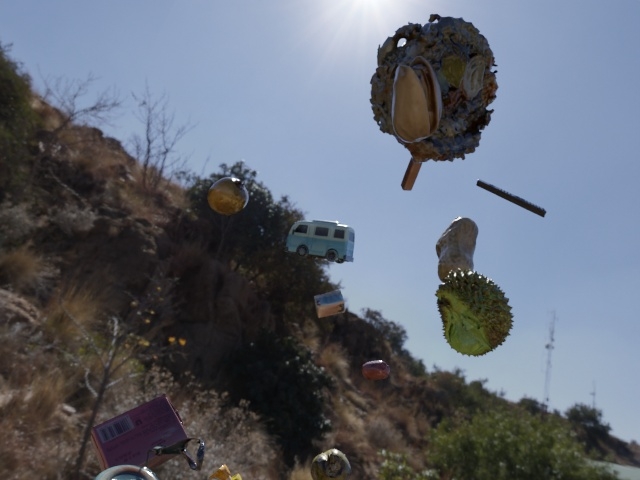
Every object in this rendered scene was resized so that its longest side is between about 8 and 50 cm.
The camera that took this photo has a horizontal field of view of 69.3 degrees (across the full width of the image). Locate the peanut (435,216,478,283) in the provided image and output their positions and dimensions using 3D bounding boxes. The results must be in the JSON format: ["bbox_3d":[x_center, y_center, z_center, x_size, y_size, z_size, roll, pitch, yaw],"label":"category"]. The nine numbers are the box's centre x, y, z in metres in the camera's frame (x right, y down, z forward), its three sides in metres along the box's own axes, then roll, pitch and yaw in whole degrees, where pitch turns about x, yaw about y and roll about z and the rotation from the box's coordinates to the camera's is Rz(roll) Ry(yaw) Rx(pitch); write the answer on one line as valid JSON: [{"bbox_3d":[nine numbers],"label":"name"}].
[{"bbox_3d":[0.510,0.047,1.753,0.143,0.291,0.159,27,-33,-10],"label":"peanut"}]

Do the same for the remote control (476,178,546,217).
[{"bbox_3d":[0.639,-0.146,1.556,0.245,0.025,0.063,29,25,16],"label":"remote control"}]

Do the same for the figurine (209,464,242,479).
[{"bbox_3d":[-0.265,0.964,1.671,0.343,0.187,0.215,46,-12,11],"label":"figurine"}]

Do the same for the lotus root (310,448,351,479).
[{"bbox_3d":[0.041,0.872,1.760,0.154,0.154,0.278,16,-33,3],"label":"lotus root"}]

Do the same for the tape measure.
[{"bbox_3d":[-0.228,0.297,0.592,0.107,0.179,0.104,11,29,-45],"label":"tape measure"}]

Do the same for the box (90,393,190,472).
[{"bbox_3d":[-0.336,0.374,0.868,0.111,0.156,0.060,47,-46,29],"label":"box"}]

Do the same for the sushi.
[{"bbox_3d":[0.336,-0.433,1.325,0.418,0.417,0.176,28,6,-30],"label":"sushi"}]

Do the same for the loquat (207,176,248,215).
[{"bbox_3d":[-0.334,-0.161,1.681,0.163,0.137,0.163,-26,-9,-5],"label":"loquat"}]

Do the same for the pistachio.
[{"bbox_3d":[0.234,-0.336,1.142,0.126,0.152,0.223,-26,-38,-10],"label":"pistachio"}]

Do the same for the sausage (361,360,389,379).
[{"bbox_3d":[0.177,0.419,1.497,0.094,0.054,0.059,-15,-4,32],"label":"sausage"}]

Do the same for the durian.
[{"bbox_3d":[0.408,0.186,1.247,0.200,0.176,0.237,-5,-57,40],"label":"durian"}]

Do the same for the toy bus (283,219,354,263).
[{"bbox_3d":[0.000,0.000,1.890,0.271,0.164,0.133,7,-4,20],"label":"toy bus"}]

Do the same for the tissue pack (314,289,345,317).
[{"bbox_3d":[0.029,0.208,1.518,0.094,0.058,0.074,-12,-44,-6],"label":"tissue pack"}]

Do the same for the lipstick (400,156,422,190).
[{"bbox_3d":[0.383,-0.279,1.952,0.045,0.045,0.145,3,-45,-12],"label":"lipstick"}]
